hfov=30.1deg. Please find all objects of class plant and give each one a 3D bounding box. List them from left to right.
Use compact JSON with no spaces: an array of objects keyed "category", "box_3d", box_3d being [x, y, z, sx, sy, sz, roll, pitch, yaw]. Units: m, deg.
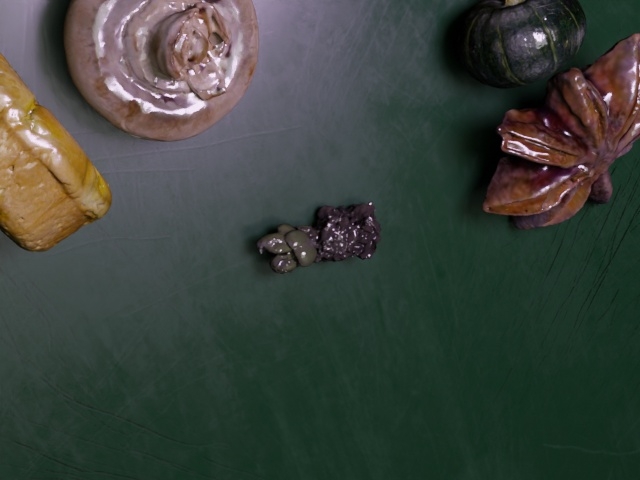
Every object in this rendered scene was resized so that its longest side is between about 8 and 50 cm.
[{"category":"plant","box_3d":[0.000,0.000,1.530,0.174,0.087,0.085,-16,78,-23]}]

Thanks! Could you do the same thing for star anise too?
[{"category":"star anise","box_3d":[0.344,-0.133,1.575,0.315,0.108,0.315,-30,144,-25]}]

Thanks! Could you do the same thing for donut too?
[{"category":"donut","box_3d":[-0.346,-0.106,1.291,0.128,0.208,0.261,-41,109,-8]}]

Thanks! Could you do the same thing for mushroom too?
[{"category":"mushroom","box_3d":[-0.176,-0.222,1.348,0.226,0.178,0.227,-9,115,-19]}]

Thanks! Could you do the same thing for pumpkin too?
[{"category":"pumpkin","box_3d":[0.255,-0.264,1.521,0.167,0.167,0.125,-40,101,-9]}]
